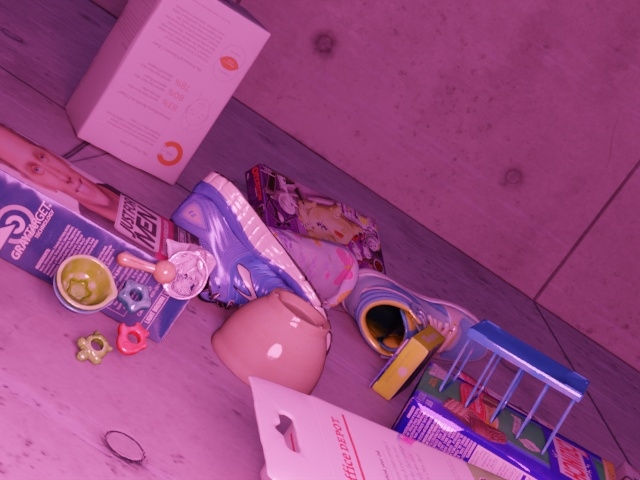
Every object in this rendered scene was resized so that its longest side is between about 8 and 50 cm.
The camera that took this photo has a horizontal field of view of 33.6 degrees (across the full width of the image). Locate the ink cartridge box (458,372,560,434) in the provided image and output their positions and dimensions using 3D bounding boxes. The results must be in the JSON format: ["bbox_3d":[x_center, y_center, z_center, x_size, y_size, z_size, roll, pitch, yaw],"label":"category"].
[{"bbox_3d":[0.307,0.330,1.733,0.218,0.092,0.158,33,12,-18],"label":"ink cartridge box"}]

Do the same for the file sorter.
[{"bbox_3d":[0.264,0.200,1.448,0.170,0.105,0.118,30,12,15],"label":"file sorter"}]

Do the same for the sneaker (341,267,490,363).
[{"bbox_3d":[0.188,0.175,1.935,0.319,0.127,0.208,22,13,-13],"label":"sneaker"}]

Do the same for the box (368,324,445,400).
[{"bbox_3d":[0.146,0.201,1.746,0.042,0.109,0.178,40,13,12],"label":"box"}]

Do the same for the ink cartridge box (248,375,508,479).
[{"bbox_3d":[0.061,0.293,1.108,0.353,0.119,0.207,26,16,-18],"label":"ink cartridge box"}]

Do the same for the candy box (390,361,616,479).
[{"bbox_3d":[0.253,0.317,1.482,0.317,0.122,0.268,31,10,8],"label":"candy box"}]

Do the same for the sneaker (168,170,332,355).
[{"bbox_3d":[-0.107,0.061,1.598,0.330,0.147,0.130,52,-2,-9],"label":"sneaker"}]

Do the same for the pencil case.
[{"bbox_3d":[-0.045,0.048,1.800,0.113,0.124,0.273,25,5,30],"label":"pencil case"}]

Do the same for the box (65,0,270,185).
[{"bbox_3d":[-0.290,-0.316,1.980,0.215,0.345,0.168,28,14,-32],"label":"box"}]

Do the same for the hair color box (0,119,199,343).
[{"bbox_3d":[-0.325,-0.022,1.349,0.347,0.105,0.174,31,13,-17],"label":"hair color box"}]

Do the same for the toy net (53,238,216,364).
[{"bbox_3d":[-0.199,0.057,1.239,0.232,0.045,0.122,-20,75,-42],"label":"toy net"}]

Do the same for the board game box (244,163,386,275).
[{"bbox_3d":[0.000,0.000,2.053,0.346,0.056,0.208,23,51,-43],"label":"board game box"}]

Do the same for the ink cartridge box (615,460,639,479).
[{"bbox_3d":[0.574,0.488,1.875,0.139,0.082,0.190,37,14,7],"label":"ink cartridge box"}]

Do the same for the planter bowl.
[{"bbox_3d":[-0.054,0.136,1.465,0.162,0.109,0.162,34,13,-9],"label":"planter bowl"}]
